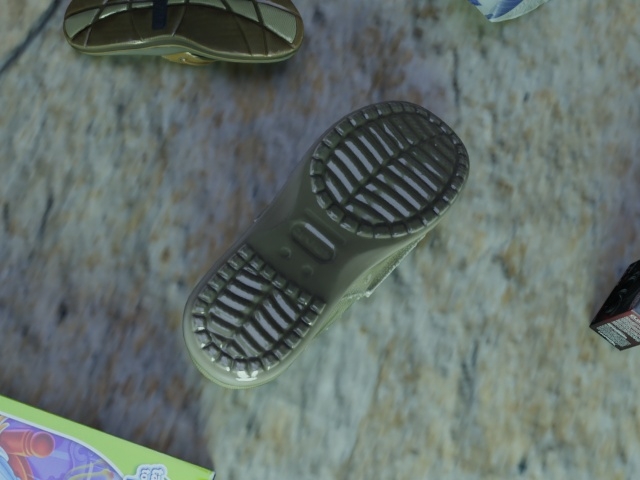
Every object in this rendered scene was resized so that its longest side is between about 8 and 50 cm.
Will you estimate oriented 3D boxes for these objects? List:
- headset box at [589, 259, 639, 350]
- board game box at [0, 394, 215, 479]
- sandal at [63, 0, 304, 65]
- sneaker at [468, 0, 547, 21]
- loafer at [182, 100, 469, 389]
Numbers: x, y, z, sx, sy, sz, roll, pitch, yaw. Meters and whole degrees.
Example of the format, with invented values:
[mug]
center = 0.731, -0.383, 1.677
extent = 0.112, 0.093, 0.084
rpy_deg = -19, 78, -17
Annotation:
[headset box]
center = 0.231, 0.040, 0.671
extent = 0.032, 0.083, 0.062
rpy_deg = 37, 76, 4
[board game box]
center = -0.231, 0.264, 0.568
extent = 0.233, 0.078, 0.347
rpy_deg = 20, 74, 0
[sandal]
center = -0.099, -0.156, 0.712
extent = 0.180, 0.049, 0.072
rpy_deg = 1, 69, 9
[sneaker]
center = 0.179, -0.320, 0.750
extent = 0.182, 0.127, 0.315
rpy_deg = 44, 69, 10
[loafer]
center = 0.000, 0.000, 0.658
extent = 0.102, 0.092, 0.268
rpy_deg = 47, 60, 3
